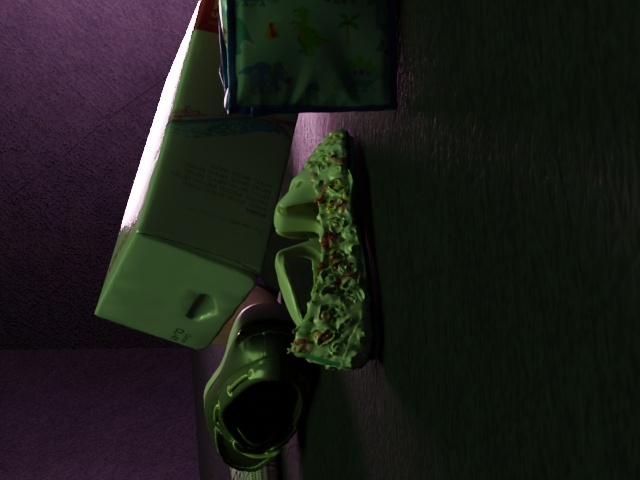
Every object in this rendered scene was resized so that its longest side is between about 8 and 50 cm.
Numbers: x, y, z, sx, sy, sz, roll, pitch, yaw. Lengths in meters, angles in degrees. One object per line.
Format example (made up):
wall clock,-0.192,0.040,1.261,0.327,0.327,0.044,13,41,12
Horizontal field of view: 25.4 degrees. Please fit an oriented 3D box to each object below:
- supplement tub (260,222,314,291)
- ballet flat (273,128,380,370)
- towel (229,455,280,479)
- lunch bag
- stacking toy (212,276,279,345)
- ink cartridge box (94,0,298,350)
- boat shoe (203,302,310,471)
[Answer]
supplement tub,-0.036,0.009,1.453,0.107,0.071,0.071,-121,32,-77
ballet flat,0.000,0.000,1.172,0.091,0.077,0.241,98,169,-49
towel,-0.102,0.321,1.988,0.324,0.056,0.312,97,169,-47
lunch bag,-0.011,-0.163,1.059,0.096,0.128,0.151,105,161,-67
stacking toy,-0.120,-0.035,1.869,0.141,0.141,0.330,103,168,-59
ink cartridge box,-0.114,-0.075,1.449,0.226,0.131,0.306,128,159,-59
boat shoe,-0.072,0.187,1.582,0.305,0.109,0.091,107,167,-52
